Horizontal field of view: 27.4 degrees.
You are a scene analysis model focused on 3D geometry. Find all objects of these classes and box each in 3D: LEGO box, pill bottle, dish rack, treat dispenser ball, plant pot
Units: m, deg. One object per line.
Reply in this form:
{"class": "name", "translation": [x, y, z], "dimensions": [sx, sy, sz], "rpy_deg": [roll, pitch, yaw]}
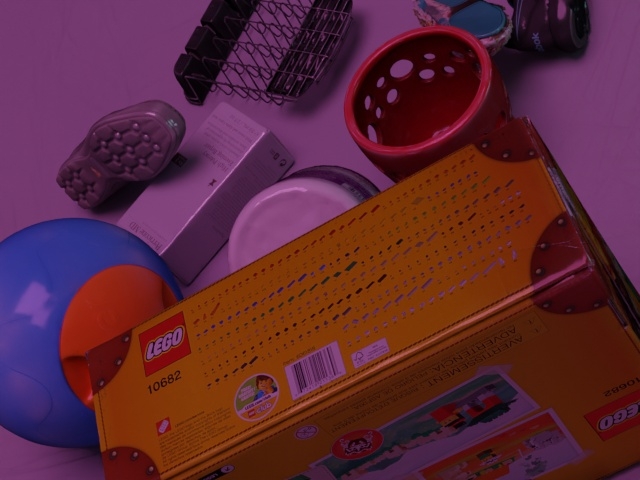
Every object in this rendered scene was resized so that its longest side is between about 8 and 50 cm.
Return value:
{"class": "LEGO box", "translation": [0.080, 0.153, 1.327], "dimensions": [0.500, 0.372, 0.193], "rpy_deg": [-28, 50, 13]}
{"class": "pill bottle", "translation": [0.000, 0.000, 1.522], "dimensions": [0.169, 0.301, 0.169], "rpy_deg": [1, 97, 8]}
{"class": "dish rack", "translation": [-0.076, -0.286, 1.913], "dimensions": [0.271, 0.074, 0.208], "rpy_deg": [15, 71, 36]}
{"class": "treat dispenser ball", "translation": [-0.311, 0.115, 1.650], "dimensions": [0.288, 0.288, 0.288], "rpy_deg": [-16, 54, 23]}
{"class": "plant pot", "translation": [0.149, -0.140, 1.606], "dimensions": [0.191, 0.174, 0.191], "rpy_deg": [-16, 54, 23]}

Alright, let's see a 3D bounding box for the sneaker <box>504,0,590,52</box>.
{"class": "sneaker", "translation": [0.293, -0.359, 1.711], "dimensions": [0.106, 0.101, 0.267], "rpy_deg": [-8, 57, 31]}

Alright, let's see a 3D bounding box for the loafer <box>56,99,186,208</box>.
{"class": "loafer", "translation": [-0.272, -0.136, 1.848], "dimensions": [0.319, 0.112, 0.111], "rpy_deg": [-20, 26, 54]}

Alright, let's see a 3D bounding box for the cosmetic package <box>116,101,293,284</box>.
{"class": "cosmetic package", "translation": [-0.159, -0.067, 1.811], "dimensions": [0.231, 0.085, 0.117], "rpy_deg": [-50, 48, -7]}

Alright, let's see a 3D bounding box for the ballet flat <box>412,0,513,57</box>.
{"class": "ballet flat", "translation": [0.191, -0.274, 1.704], "dimensions": [0.091, 0.077, 0.241], "rpy_deg": [-22, 30, -4]}
